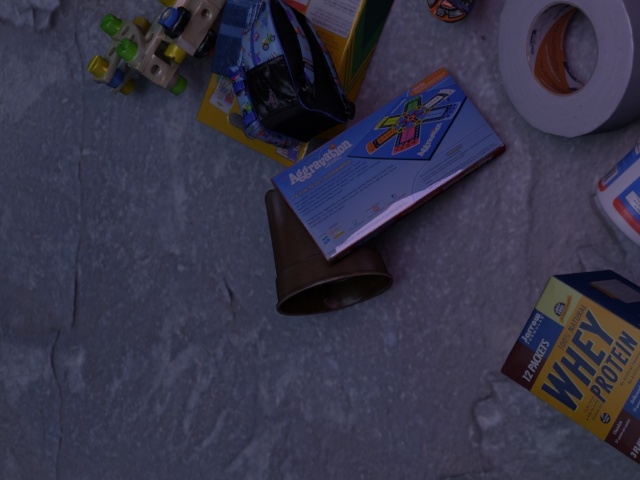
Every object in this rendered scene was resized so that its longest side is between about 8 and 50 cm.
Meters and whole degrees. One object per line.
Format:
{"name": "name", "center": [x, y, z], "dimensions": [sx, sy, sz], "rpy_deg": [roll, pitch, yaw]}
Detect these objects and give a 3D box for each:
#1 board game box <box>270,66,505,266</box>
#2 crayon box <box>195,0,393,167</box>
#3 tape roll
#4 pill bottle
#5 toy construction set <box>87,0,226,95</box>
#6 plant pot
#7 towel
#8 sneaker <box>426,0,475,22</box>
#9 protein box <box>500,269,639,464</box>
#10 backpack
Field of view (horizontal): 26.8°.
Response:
{"name": "board game box", "center": [0.089, -0.100, 1.786], "dimensions": [0.281, 0.027, 0.145], "rpy_deg": [-33, 71, -5]}
{"name": "crayon box", "center": [-0.031, -0.281, 1.908], "dimensions": [0.203, 0.083, 0.323], "rpy_deg": [29, 105, 28]}
{"name": "tape roll", "center": [0.320, -0.238, 1.655], "dimensions": [0.219, 0.072, 0.219], "rpy_deg": [15, 110, 49]}
{"name": "pill bottle", "center": [0.445, -0.094, 1.592], "dimensions": [0.221, 0.124, 0.124], "rpy_deg": [-46, 69, 25]}
{"name": "toy construction set", "center": [-0.221, -0.360, 1.999], "dimensions": [0.215, 0.151, 0.328], "rpy_deg": [24, 97, 55]}
{"name": "plant pot", "center": [0.000, 0.000, 1.856], "dimensions": [0.167, 0.167, 0.165], "rpy_deg": [-25, 72, 30]}
{"name": "towel", "center": [-0.118, -0.287, 1.896], "dimensions": [0.067, 0.029, 0.120], "rpy_deg": [20, 101, 32]}
{"name": "sneaker", "center": [0.189, -0.388, 1.772], "dimensions": [0.083, 0.087, 0.221], "rpy_deg": [20, 85, 7]}
{"name": "protein box", "center": [0.362, 0.143, 1.603], "dimensions": [0.199, 0.201, 0.136], "rpy_deg": [33, 108, 27]}
{"name": "backpack", "center": [-0.050, -0.226, 1.781], "dimensions": [0.116, 0.158, 0.173], "rpy_deg": [-25, 76, 22]}
